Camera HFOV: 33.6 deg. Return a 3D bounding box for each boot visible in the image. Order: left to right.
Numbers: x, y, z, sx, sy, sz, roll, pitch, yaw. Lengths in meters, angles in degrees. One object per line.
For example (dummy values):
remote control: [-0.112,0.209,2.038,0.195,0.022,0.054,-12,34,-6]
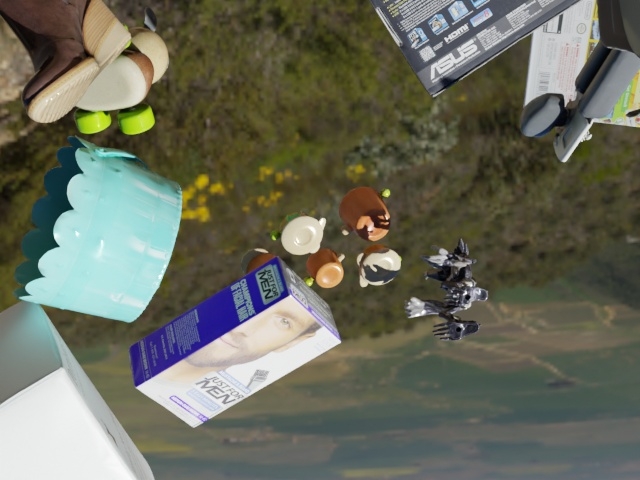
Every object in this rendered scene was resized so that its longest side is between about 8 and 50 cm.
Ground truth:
boot: [-0.362,-0.261,1.298,0.207,0.248,0.090,36,125,-9]

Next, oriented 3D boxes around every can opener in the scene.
can opener: [0.348,-0.198,1.396,0.093,0.074,0.280,4,152,-13]

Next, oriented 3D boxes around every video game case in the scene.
video game case: [0.408,-0.268,1.542,0.206,0.026,0.227,8,135,12]

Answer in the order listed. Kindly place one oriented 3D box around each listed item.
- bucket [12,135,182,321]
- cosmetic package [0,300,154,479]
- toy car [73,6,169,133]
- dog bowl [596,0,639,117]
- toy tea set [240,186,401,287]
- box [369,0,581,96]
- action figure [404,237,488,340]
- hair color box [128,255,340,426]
bucket: [-0.348,-0.012,1.663,0.183,0.281,0.281,20,156,-23]
cosmetic package: [-0.458,0.369,1.622,0.327,0.394,0.329,-32,-155,-10]
toy car: [-0.287,-0.268,1.569,0.149,0.188,0.155,4,125,24]
dog bowl: [0.316,-0.279,0.904,0.102,0.349,0.349,0,164,4]
toy tea set: [0.000,0.000,2.168,0.336,0.200,0.124,-8,-150,-14]
box: [0.211,-0.409,1.258,0.395,0.318,0.097,-33,-168,11]
action figure: [0.246,0.090,2.100,0.141,0.164,0.276,9,-164,-4]
hair color box: [-0.157,0.190,1.936,0.339,0.110,0.185,-33,135,12]
